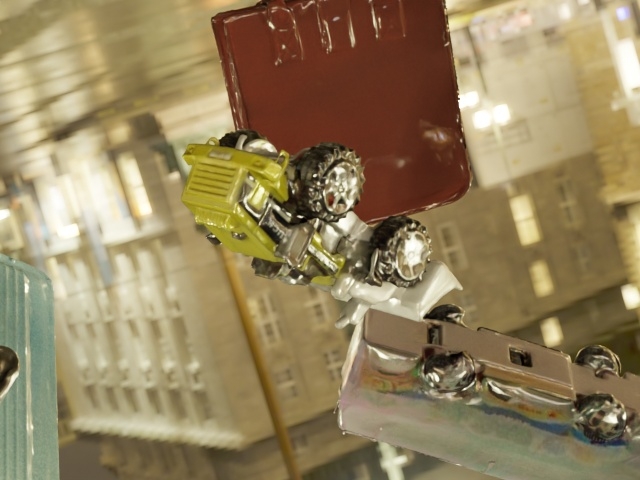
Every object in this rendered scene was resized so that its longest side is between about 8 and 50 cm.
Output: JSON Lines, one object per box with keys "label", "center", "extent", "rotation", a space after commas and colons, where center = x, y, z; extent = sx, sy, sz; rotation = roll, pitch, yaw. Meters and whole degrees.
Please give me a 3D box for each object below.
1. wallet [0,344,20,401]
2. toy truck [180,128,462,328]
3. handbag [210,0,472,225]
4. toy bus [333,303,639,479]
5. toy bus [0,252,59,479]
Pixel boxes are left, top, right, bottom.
{"label": "wallet", "center": [-0.322, 0.202, 0.992], "extent": [0.170, 0.044, 0.321], "rotation": [-44, 176, -43]}
{"label": "toy truck", "center": [0.000, 0.000, 1.120], "extent": [0.136, 0.111, 0.286], "rotation": [14, 163, 43]}
{"label": "handbag", "center": [0.029, -0.152, 1.508], "extent": [0.260, 0.275, 0.084], "rotation": [-16, -162, -7]}
{"label": "toy bus", "center": [0.176, 0.158, 1.281], "extent": [0.317, 0.138, 0.112], "rotation": [19, -153, -1]}
{"label": "toy bus", "center": [-0.375, 0.174, 1.368], "extent": [0.190, 0.312, 0.152], "rotation": [-34, 138, 30]}
